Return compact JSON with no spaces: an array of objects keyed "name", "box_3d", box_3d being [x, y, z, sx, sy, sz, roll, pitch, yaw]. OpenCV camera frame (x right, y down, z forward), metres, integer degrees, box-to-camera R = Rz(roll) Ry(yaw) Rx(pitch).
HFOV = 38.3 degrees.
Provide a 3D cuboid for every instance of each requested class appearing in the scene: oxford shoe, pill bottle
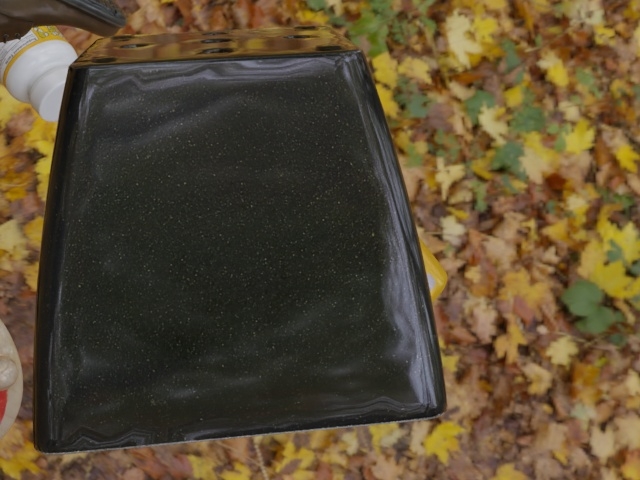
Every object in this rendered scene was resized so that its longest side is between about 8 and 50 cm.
[{"name":"oxford shoe","box_3d":[-0.306,-0.234,0.911,0.227,0.083,0.096,11,115,-26]},{"name":"pill bottle","box_3d":[-0.439,-0.281,1.384,0.117,0.117,0.208,-32,71,-26]}]

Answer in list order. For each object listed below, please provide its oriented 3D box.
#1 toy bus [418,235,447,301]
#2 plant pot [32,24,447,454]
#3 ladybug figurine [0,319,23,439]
[{"name":"toy bus","box_3d":[0.000,0.000,0.815,0.130,0.108,0.333,-45,118,-8]},{"name":"plant pot","box_3d":[-0.046,-0.019,0.471,0.187,0.188,0.167,-4,107,-6]},{"name":"ladybug figurine","box_3d":[-0.607,0.189,1.284,0.162,0.449,0.305,-29,108,-59]}]
